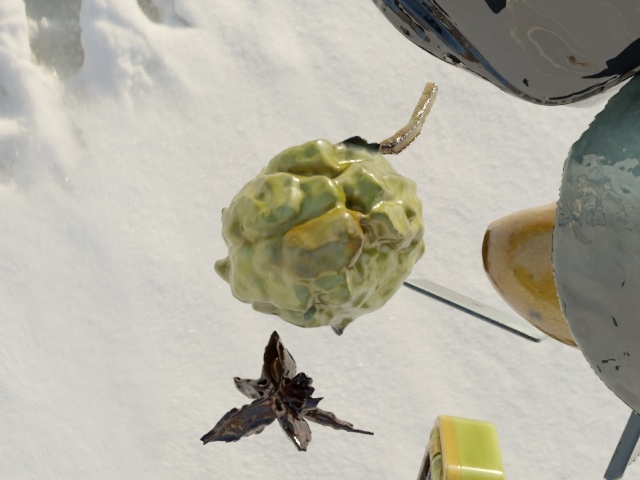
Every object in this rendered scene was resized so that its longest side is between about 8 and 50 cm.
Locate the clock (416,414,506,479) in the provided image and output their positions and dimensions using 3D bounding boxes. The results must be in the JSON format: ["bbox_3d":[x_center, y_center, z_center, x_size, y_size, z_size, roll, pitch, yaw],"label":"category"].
[{"bbox_3d":[0.187,0.358,1.102,0.096,0.143,0.202,7,120,-3],"label":"clock"}]

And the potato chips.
[{"bbox_3d":[0.134,-0.176,1.121,0.037,0.026,0.204,18,45,19],"label":"potato chips"}]

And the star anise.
[{"bbox_3d":[-0.031,0.205,0.927,0.158,0.141,0.144,-63,142,-28],"label":"star anise"}]

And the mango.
[{"bbox_3d":[0.281,0.006,0.630,0.120,0.295,0.177,-17,90,-51],"label":"mango"}]

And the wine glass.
[{"bbox_3d":[0.259,-0.009,0.279,0.267,0.406,0.266,0,87,4],"label":"wine glass"}]

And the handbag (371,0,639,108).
[{"bbox_3d":[0.186,-0.196,0.462,0.275,0.302,0.177,-4,71,-40],"label":"handbag"}]

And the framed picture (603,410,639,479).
[{"bbox_3d":[0.371,0.130,0.815,0.281,0.019,0.208,4,109,-58],"label":"framed picture"}]

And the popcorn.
[{"bbox_3d":[0.000,0.000,0.915,0.286,0.252,0.215,24,60,-61],"label":"popcorn"}]

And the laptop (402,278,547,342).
[{"bbox_3d":[0.288,0.125,1.447,0.269,0.188,0.015,23,97,22],"label":"laptop"}]
